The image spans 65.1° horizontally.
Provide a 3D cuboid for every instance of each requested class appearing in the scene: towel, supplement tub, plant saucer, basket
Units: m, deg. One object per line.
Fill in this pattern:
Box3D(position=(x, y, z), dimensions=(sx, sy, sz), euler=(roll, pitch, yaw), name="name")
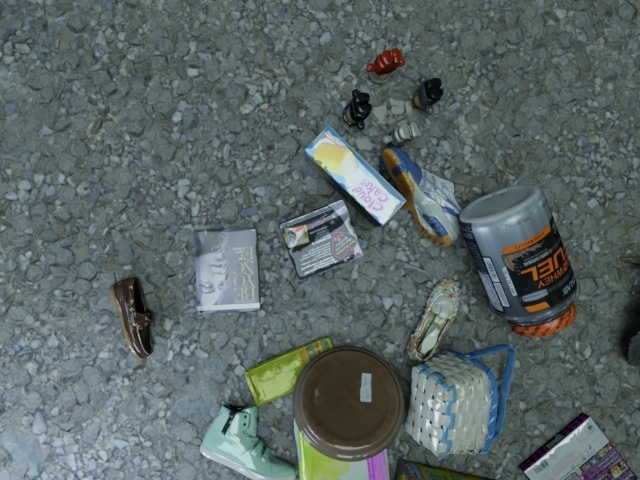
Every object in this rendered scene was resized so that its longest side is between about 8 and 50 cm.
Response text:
Box3D(position=(-0.070, 0.339, 1.300), dimensions=(0.237, 0.021, 0.102), euler=(-21, 89, -8), name="towel")
Box3D(position=(0.490, 0.052, 1.227), dimensions=(0.207, 0.207, 0.338), euler=(-28, 105, -2), name="supplement tub")
Box3D(position=(0.069, 0.388, 1.223), dimensions=(0.277, 0.041, 0.278), euler=(0, 58, 1), name="plant saucer")
Box3D(position=(0.361, 0.390, 1.242), dimensions=(0.288, 0.201, 0.255), euler=(2, 99, -25), name="basket")

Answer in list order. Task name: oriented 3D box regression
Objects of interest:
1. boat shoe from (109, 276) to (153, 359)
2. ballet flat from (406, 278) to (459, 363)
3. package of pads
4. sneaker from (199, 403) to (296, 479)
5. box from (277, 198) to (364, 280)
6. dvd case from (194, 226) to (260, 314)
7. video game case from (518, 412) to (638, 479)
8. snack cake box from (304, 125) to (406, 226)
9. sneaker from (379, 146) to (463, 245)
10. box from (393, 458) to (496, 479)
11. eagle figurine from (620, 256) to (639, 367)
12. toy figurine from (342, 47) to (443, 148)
Box3D(position=(-0.466, 0.195, 1.274), dimensions=(0.073, 0.073, 0.207), euler=(-21, 90, -1), name="boat shoe")
Box3D(position=(0.302, 0.214, 1.301), dimensions=(0.091, 0.077, 0.241), euler=(24, 87, 0), name="ballet flat")
Box3D(position=(0.053, 0.547, 1.272), dimensions=(0.229, 0.101, 0.297), euler=(-7, 89, -3), name="package of pads")
Box3D(position=(-0.160, 0.509, 1.270), dimensions=(0.255, 0.094, 0.151), euler=(23, 85, -3), name="sneaker")
Box3D(position=(0.000, 0.000, 1.209), dimensions=(0.163, 0.247, 0.142), euler=(-21, 91, -2), name="box")
Box3D(position=(-0.243, 0.078, 1.313), dimensions=(0.164, 0.018, 0.222), euler=(-3, 89, -2), name="dvd case")
Box3D(position=(0.680, 0.612, 1.323), dimensions=(0.232, 0.042, 0.210), euler=(-39, 90, -2), name="video game case")
Box3D(position=(0.082, -0.154, 1.263), dimensions=(0.264, 0.152, 0.089), euler=(44, 88, 0), name="snack cake box")
Box3D(position=(0.273, -0.132, 1.307), dimensions=(0.131, 0.112, 0.296), euler=(-37, 94, -18), name="sneaker")
Box3D(position=(0.309, 0.744, 1.240), dimensions=(0.279, 0.177, 0.290), euler=(14, 89, -2), name="box")
Box3D(position=(0.921, 0.186, 1.273), dimensions=(0.225, 0.226, 0.299), euler=(3, 83, -22), name="eagle figurine")
Box3D(position=(0.184, -0.353, 1.281), dimensions=(0.209, 0.148, 0.213), euler=(30, 86, -7), name="toy figurine")
